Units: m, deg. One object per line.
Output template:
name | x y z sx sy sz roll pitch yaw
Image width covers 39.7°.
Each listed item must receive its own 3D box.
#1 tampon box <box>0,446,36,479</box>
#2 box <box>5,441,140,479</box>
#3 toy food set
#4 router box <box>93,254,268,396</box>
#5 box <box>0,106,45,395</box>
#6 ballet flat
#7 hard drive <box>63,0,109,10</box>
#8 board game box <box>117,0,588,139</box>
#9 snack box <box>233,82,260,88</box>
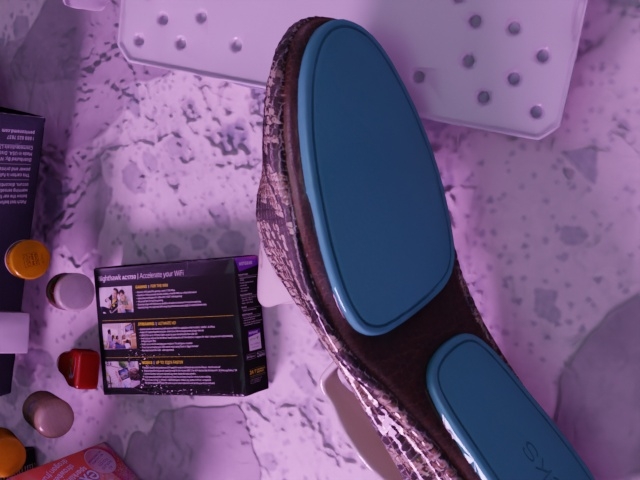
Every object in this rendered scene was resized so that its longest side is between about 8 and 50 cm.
tampon box | -0.411 0.295 0.977 0.120 0.161 0.101 -5 91 30
box | -0.297 0.379 0.926 0.142 0.154 0.300 41 110 21
toy food set | -0.296 0.116 0.919 0.104 0.111 0.232 -3 84 62
router box | -0.142 0.087 0.885 0.179 0.046 0.133 -4 91 28
box | -0.496 -0.013 0.948 0.343 0.179 0.312 15 99 27
ballet flat | 0.051 0.076 0.693 0.182 0.164 0.483 -23 96 48
hard drive | -0.217 -0.414 0.795 0.233 0.047 0.353 -54 48 42
board game box | 0.036 -0.307 0.700 0.390 0.050 0.390 14 104 18
snack box | -0.044 -0.323 0.799 0.187 0.060 0.322 43 111 17
